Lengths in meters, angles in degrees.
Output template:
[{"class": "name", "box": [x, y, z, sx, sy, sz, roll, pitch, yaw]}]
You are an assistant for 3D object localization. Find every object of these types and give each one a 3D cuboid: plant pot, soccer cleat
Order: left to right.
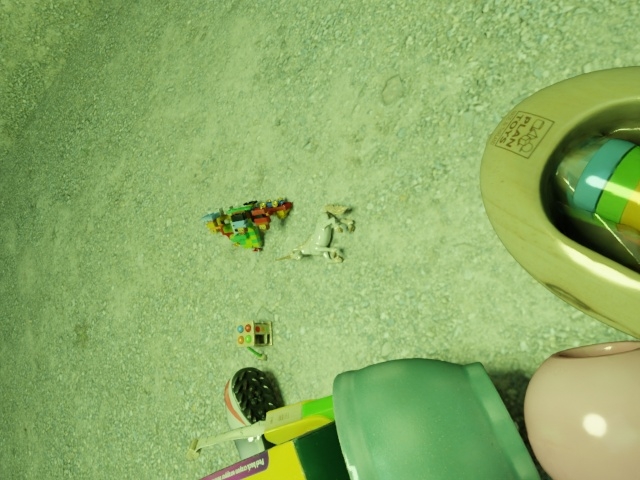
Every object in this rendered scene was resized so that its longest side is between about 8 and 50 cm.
[{"class": "soccer cleat", "box": [-0.115, 0.416, 0.949, 0.116, 0.109, 0.318, -52, 55, 48]}, {"class": "plant pot", "box": [0.168, 0.281, 0.644, 0.197, 0.293, 0.292, -27, 64, 9]}]

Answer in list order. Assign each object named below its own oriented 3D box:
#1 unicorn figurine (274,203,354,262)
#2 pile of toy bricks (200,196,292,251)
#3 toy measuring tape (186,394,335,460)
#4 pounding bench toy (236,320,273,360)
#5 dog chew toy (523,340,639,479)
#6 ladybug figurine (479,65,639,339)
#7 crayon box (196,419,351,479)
[{"class": "unicorn figurine", "box": [0.000, 0.000, 0.961, 0.111, 0.060, 0.161, 23, 79, 40]}, {"class": "pile of toy bricks", "box": [-0.164, -0.024, 1.073, 0.213, 0.118, 0.105, -7, 109, 28]}, {"class": "toy measuring tape", "box": [-0.067, 0.366, 0.858, 0.331, 0.121, 0.121, -18, 67, 4]}, {"class": "pounding bench toy", "box": [-0.142, 0.215, 1.019, 0.052, 0.065, 0.083, -15, 72, 36]}, {"class": "dog chew toy", "box": [0.359, 0.286, 0.531, 0.207, 0.207, 0.331, -19, 78, 35]}, {"class": "ladybug figurine", "box": [0.400, -0.040, 0.569, 0.449, 0.162, 0.305, 41, 102, 39]}, {"class": "crayon box", "box": [-0.049, 0.460, 0.665, 0.363, 0.106, 0.312, -40, 65, 39]}]
